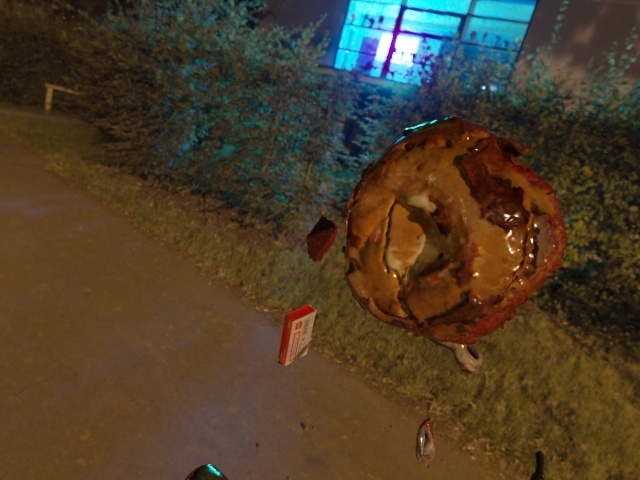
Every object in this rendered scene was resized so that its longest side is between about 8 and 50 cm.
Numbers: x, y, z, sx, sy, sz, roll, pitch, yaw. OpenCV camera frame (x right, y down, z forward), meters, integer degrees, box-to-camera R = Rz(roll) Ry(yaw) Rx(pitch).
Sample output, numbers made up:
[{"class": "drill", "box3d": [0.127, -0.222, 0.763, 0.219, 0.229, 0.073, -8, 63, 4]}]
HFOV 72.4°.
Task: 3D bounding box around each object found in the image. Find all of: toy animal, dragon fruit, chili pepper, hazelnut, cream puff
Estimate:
[{"class": "toy animal", "box3d": [0.414, 0.209, 1.290, 0.344, 0.194, 0.303, -21, 79, -51]}, {"class": "dragon fruit", "box3d": [-0.001, -0.003, 1.255, 0.097, 0.131, 0.063, -17, 47, -13]}, {"class": "chili pepper", "box3d": [0.284, 0.552, 1.182, 0.050, 0.153, 0.041, -1, 19, 0]}, {"class": "hazelnut", "box3d": [-0.401, 0.917, 1.519, 0.229, 0.229, 0.229, 14, 15, -4]}, {"class": "cream puff", "box3d": [0.204, -0.009, 0.687, 0.228, 0.350, 0.350, -1, 21, -46]}]

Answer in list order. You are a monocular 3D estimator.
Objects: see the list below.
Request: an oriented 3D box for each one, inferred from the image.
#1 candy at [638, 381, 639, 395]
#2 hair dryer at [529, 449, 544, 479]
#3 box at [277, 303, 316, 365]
[{"class": "candy", "box3d": [0.852, 0.346, 0.989, 0.194, 0.062, 0.097, -17, 15, 7]}, {"class": "hair dryer", "box3d": [0.384, 0.511, 0.848, 0.075, 0.219, 0.195, 34, -21, 3]}, {"class": "box", "box3d": [-0.090, 0.356, 1.629, 0.123, 0.229, 0.050, -18, 39, -43]}]
